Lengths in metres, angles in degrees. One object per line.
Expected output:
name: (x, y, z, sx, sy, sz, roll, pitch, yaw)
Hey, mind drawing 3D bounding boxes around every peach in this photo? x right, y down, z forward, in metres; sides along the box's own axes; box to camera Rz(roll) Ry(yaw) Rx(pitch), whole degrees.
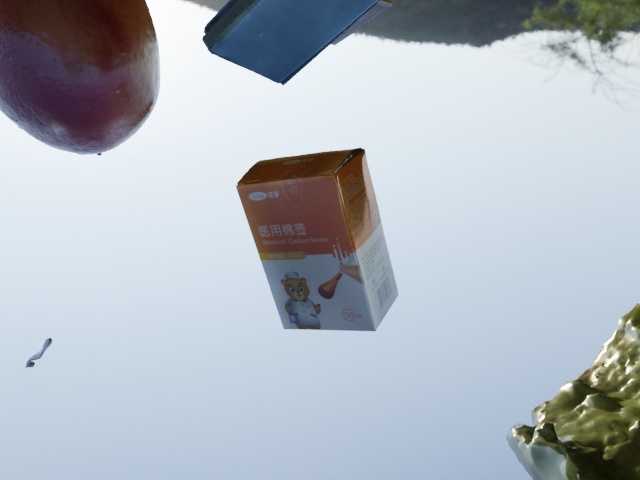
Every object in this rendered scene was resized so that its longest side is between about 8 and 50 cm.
peach: (-0.259, -0.197, 0.648, 0.196, 0.226, 0.189, 8, -131, 11)

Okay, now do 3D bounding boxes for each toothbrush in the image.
toothbrush: (-0.387, 0.156, 0.870, 0.013, 0.131, 0.011, 8, -118, -33)

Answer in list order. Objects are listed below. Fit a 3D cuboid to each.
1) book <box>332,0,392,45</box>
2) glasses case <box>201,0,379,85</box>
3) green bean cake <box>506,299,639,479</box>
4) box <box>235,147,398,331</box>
book: (0.011, -0.451, 1.262, 0.170, 0.018, 0.242, -24, 170, 39)
glasses case: (0.019, -0.244, 0.530, 0.105, 0.266, 0.056, 11, -128, -52)
green bean cake: (0.238, 0.070, 0.340, 0.233, 0.236, 0.124, 29, -174, -25)
box: (0.000, 0.000, 1.253, 0.225, 0.341, 0.143, -3, -156, 29)
